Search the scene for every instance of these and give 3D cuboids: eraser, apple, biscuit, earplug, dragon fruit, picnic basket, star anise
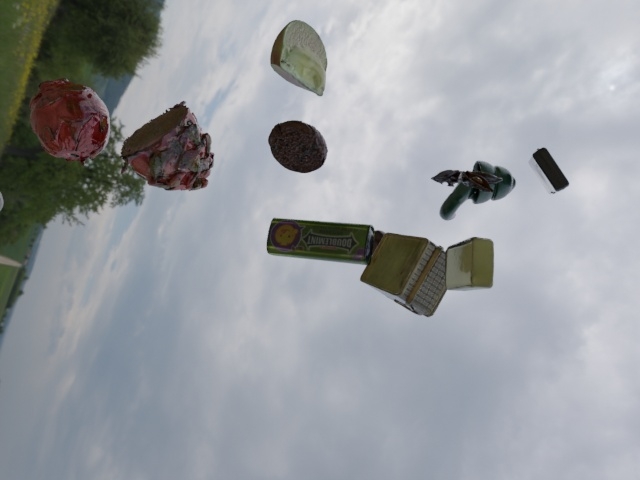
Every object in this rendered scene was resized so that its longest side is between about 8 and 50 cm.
[{"bbox_3d":[0.357,0.061,1.020,0.172,0.058,0.117,109,-16,-80],"label":"eraser"},{"bbox_3d":[-0.075,-0.636,1.448,0.120,0.265,0.193,18,-86,35],"label":"apple"},{"bbox_3d":[-0.067,-0.279,1.258,0.192,0.192,0.049,-22,-140,47],"label":"biscuit"},{"bbox_3d":[0.596,-0.178,1.606,0.281,0.257,0.164,-4,-152,12],"label":"earplug"},{"bbox_3d":[-0.520,-0.290,1.499,0.314,0.263,0.296,-37,-140,-6],"label":"dragon fruit"},{"bbox_3d":[0.314,0.117,1.481,0.228,0.175,0.313,-60,-161,-6],"label":"picnic basket"},{"bbox_3d":[-0.788,-0.379,1.331,0.241,0.241,0.252,-44,-122,32],"label":"dragon fruit"},{"bbox_3d":[0.433,-0.171,1.191,0.157,0.213,0.053,19,-73,44],"label":"star anise"}]

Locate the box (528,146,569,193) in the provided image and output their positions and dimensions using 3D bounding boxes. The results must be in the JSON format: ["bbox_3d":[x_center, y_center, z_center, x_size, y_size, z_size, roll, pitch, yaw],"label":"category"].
[{"bbox_3d":[0.786,-0.238,1.460,0.050,0.230,0.160,-32,-99,21],"label":"box"}]

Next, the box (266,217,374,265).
[{"bbox_3d":[0.000,0.000,1.381,0.346,0.097,0.134,6,-104,19],"label":"box"}]

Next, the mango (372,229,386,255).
[{"bbox_3d":[0.293,0.057,1.774,0.133,0.268,0.111,-51,-178,19],"label":"mango"}]

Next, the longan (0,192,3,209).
[{"bbox_3d":[-0.892,-0.114,1.089,0.106,0.106,0.119,1,-61,54],"label":"longan"}]
